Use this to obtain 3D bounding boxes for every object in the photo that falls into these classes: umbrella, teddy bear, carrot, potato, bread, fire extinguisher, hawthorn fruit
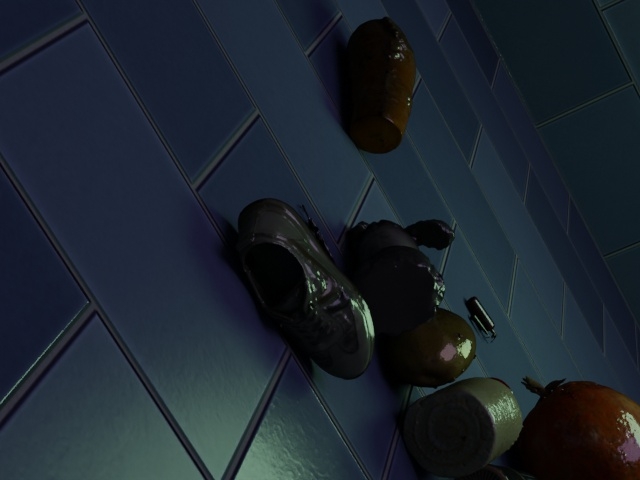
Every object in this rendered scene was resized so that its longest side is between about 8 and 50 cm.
[{"bbox_3d":[0.000,0.000,1.818,0.122,0.013,0.022,62,0,-6],"label":"umbrella"},{"bbox_3d":[0.131,0.048,1.862,0.251,0.171,0.144,-72,140,-64],"label":"teddy bear"},{"bbox_3d":[0.112,-0.290,2.241,0.139,0.139,0.302,47,35,-39],"label":"carrot"},{"bbox_3d":[0.175,0.168,1.890,0.137,0.137,0.176,66,12,2],"label":"potato"},{"bbox_3d":[0.219,0.283,1.830,0.141,0.148,0.134,-8,89,-63],"label":"bread"},{"bbox_3d":[0.321,0.161,2.370,0.100,0.032,0.046,56,12,-8],"label":"fire extinguisher"},{"bbox_3d":[0.483,0.373,2.247,0.307,0.276,0.276,56,19,15],"label":"hawthorn fruit"}]

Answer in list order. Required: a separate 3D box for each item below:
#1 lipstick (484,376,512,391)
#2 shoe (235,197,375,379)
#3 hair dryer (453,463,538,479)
[{"bbox_3d":[0.276,0.308,2.045,0.080,0.080,0.241,64,21,-5],"label":"lipstick"},{"bbox_3d":[-0.024,0.077,1.569,0.275,0.103,0.098,53,25,-15],"label":"shoe"},{"bbox_3d":[0.306,0.531,1.882,0.189,0.107,0.352,24,53,-57],"label":"hair dryer"}]
